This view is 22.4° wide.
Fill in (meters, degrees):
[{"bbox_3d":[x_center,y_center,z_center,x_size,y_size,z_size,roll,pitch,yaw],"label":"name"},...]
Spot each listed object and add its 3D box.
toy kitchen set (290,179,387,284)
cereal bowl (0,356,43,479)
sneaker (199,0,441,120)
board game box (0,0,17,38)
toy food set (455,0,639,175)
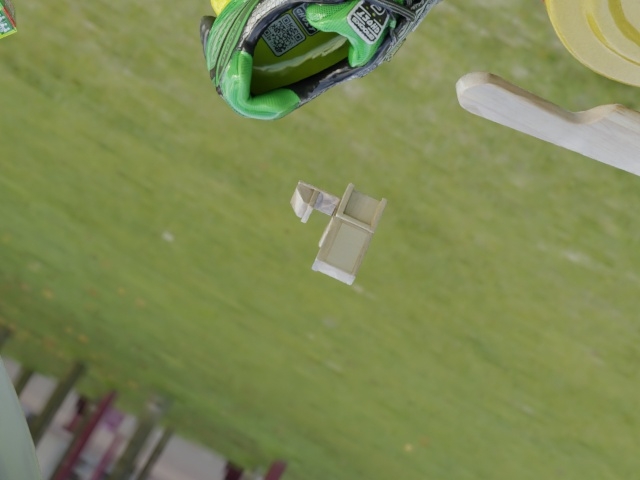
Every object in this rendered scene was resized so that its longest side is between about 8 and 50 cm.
[{"bbox_3d":[0.000,0.000,1.255,0.068,0.075,0.083,24,152,-2],"label":"toy kitchen set"},{"bbox_3d":[-0.287,0.080,0.819,0.339,0.141,0.339,58,-172,-12],"label":"cereal bowl"},{"bbox_3d":[0.058,-0.206,1.266,0.134,0.343,0.146,43,-162,-29],"label":"sneaker"},{"bbox_3d":[-0.317,-0.224,1.244,0.043,0.092,0.181,-109,-6,-53],"label":"board game box"},{"bbox_3d":[0.130,-0.116,0.510,0.128,0.071,0.218,11,140,-28],"label":"toy food set"}]
